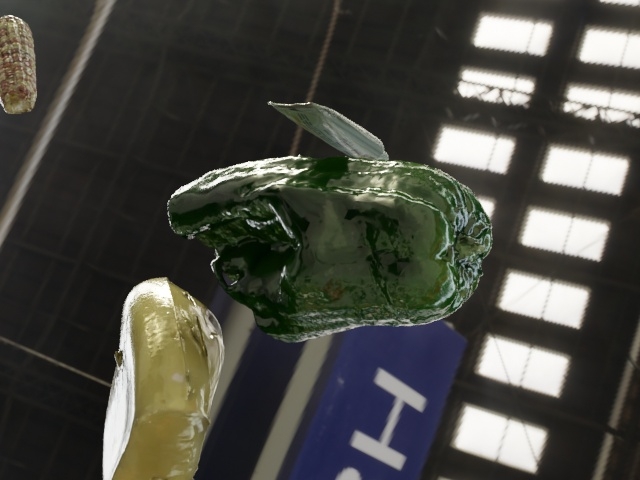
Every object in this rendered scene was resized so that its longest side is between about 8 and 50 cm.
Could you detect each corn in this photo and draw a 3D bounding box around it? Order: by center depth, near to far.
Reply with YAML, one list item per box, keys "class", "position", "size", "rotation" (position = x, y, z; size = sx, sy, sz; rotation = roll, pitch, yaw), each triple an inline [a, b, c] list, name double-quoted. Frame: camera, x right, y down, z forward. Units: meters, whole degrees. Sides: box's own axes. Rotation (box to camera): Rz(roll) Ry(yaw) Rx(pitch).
- class: "corn"
  position: [-0.507, -0.287, 1.646]
  size: [0.079, 0.079, 0.237]
  rotation: [-32, -132, 13]

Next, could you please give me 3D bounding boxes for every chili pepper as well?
- class: "chili pepper"
  position: [-0.006, 0.002, 1.106]
  size: [0.385, 0.167, 0.213]
  rotation: [1, -107, 30]

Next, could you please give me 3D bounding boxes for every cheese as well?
- class: "cheese"
  position: [-0.206, 0.175, 1.258]
  size: [0.316, 0.128, 0.259]
  rotation: [-98, -150, -53]

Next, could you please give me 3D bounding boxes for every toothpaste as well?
- class: "toothpaste"
  position: [0.024, -0.128, 1.194]
  size: [0.067, 0.255, 0.037]
  rotation: [8, -95, 28]
